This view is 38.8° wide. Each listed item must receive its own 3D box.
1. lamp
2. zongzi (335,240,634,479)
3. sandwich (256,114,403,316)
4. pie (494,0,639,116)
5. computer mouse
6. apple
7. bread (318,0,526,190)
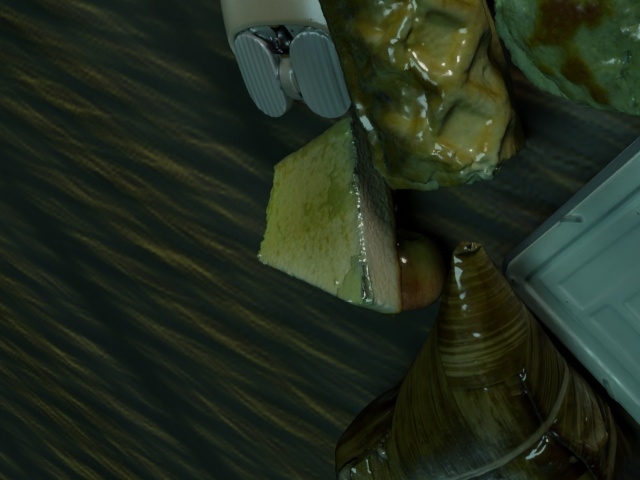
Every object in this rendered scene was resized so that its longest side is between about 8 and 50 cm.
[{"bbox_3d":[0.291,0.056,0.685,0.266,0.047,0.269,47,149,8],"label":"lamp"},{"bbox_3d":[0.098,0.130,0.818,0.286,0.134,0.288,-15,122,38],"label":"zongzi"},{"bbox_3d":[0.000,0.000,0.862,0.162,0.058,0.193,-30,54,41],"label":"sandwich"},{"bbox_3d":[0.235,-0.150,0.628,0.248,0.090,0.201,14,149,32],"label":"pie"},{"bbox_3d":[-0.025,-0.229,0.827,0.145,0.082,0.236,8,112,32],"label":"computer mouse"},{"bbox_3d":[0.079,0.026,0.861,0.084,0.084,0.071,9,111,33],"label":"apple"},{"bbox_3d":[0.072,-0.170,0.725,0.152,0.130,0.267,25,139,62],"label":"bread"}]
